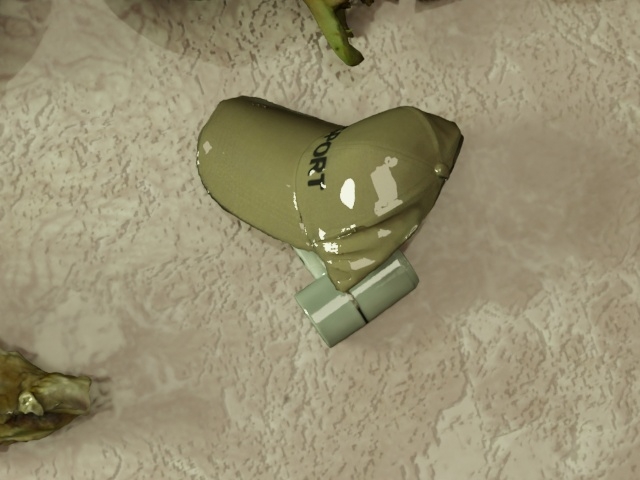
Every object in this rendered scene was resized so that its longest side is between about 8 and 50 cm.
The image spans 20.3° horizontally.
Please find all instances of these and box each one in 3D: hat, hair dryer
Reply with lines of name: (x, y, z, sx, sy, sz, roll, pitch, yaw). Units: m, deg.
hat: (0.001, -0.057, 1.240, 0.175, 0.085, 0.147, 23, 57, 5)
hair dryer: (0.000, 0.000, 1.284, 0.082, 0.047, 0.137, -36, 79, -3)

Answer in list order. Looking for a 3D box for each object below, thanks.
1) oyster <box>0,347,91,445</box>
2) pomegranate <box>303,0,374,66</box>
oyster: (-0.325, 0.068, 1.222, 0.275, 0.271, 0.100, -10, 52, 28)
pomegranate: (-0.058, -0.268, 1.219, 0.260, 0.260, 0.340, -38, 115, -2)
